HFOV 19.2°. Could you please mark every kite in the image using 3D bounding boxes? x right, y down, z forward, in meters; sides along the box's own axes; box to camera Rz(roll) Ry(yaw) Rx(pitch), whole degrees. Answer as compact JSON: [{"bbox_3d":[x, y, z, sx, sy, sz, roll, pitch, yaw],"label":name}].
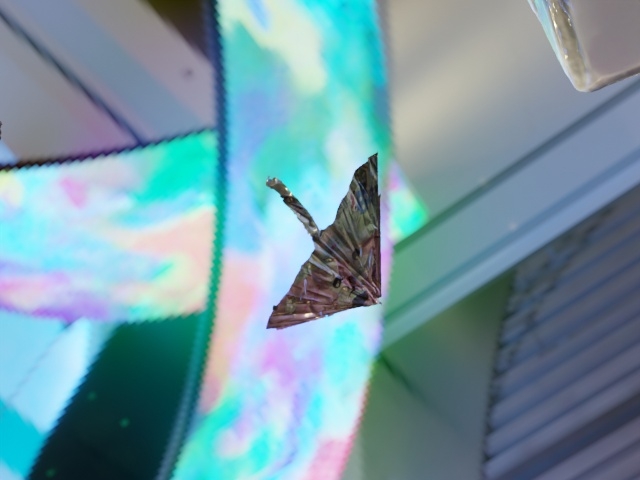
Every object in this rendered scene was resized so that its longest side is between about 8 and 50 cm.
[{"bbox_3d":[0.000,0.000,1.215,0.011,0.139,0.157,23,-161,-40],"label":"kite"}]

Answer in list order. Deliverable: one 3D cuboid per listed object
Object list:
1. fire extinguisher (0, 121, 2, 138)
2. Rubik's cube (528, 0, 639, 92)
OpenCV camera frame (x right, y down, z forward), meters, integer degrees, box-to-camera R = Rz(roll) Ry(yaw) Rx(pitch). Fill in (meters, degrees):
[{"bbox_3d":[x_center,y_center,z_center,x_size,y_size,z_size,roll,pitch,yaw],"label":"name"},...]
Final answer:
[{"bbox_3d":[-0.361,-0.147,1.354,0.337,0.106,0.147,52,-158,-45],"label":"fire extinguisher"},{"bbox_3d":[0.174,-0.265,0.883,0.256,0.253,0.259,-105,-6,-56],"label":"Rubik's cube"}]
